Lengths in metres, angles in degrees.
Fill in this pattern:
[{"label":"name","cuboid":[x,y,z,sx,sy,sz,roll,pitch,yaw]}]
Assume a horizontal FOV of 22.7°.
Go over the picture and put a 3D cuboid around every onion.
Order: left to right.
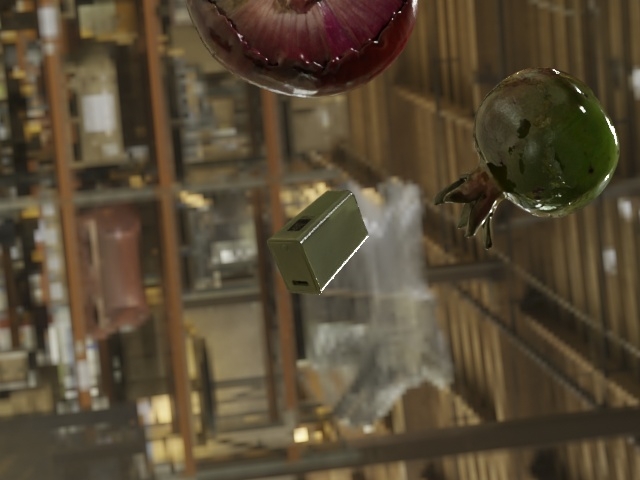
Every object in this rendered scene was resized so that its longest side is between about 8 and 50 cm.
[{"label":"onion","cuboid":[-0.022,-0.259,1.633,0.161,0.248,0.248,10,75,-86]}]

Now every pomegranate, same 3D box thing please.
[{"label":"pomegranate","cuboid":[0.237,-0.094,1.858,0.181,0.224,0.181,52,-2,2]}]

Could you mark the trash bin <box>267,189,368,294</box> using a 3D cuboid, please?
[{"label":"trash bin","cuboid":[0.000,0.000,1.488,0.043,0.092,0.061,0,-57,40]}]
